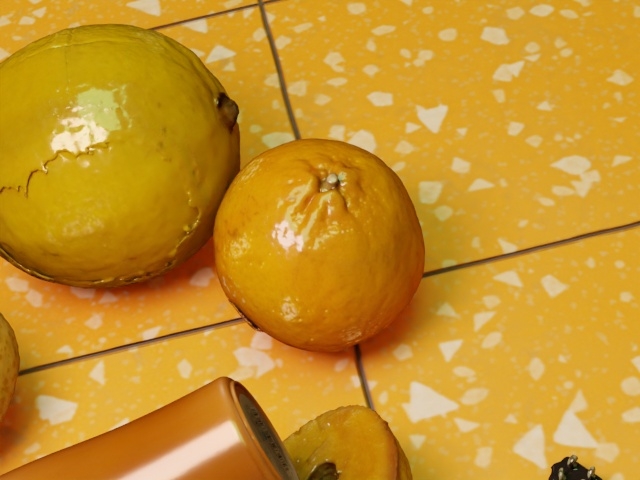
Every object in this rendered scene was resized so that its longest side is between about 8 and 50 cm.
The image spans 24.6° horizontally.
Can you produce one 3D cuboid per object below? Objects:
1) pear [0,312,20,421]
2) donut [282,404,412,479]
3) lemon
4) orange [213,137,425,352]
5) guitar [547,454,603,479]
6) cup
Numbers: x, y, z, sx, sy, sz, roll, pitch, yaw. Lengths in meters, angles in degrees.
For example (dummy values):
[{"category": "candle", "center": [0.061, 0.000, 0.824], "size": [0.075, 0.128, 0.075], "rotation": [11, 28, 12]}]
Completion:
[{"category": "pear", "center": [-0.430, 0.119, 1.426], "size": [0.271, 0.271, 0.271], "rotation": [-5, 49, 6]}, {"category": "donut", "center": [0.016, 0.239, 1.332], "size": [0.162, 0.065, 0.178], "rotation": [-12, 46, 37]}, {"category": "lemon", "center": [-0.231, -0.088, 1.544], "size": [0.297, 0.297, 0.297], "rotation": [-5, 49, 6]}, {"category": "orange", "center": [0.000, 0.002, 1.475], "size": [0.219, 0.193, 0.219], "rotation": [5, 75, -18]}, {"category": "guitar", "center": [0.316, 0.265, 1.306], "size": [0.271, 0.038, 0.084], "rotation": [32, 60, 31]}, {"category": "cup", "center": [-0.146, 0.248, 1.255], "size": [0.264, 0.226, 0.182], "rotation": [-31, 43, 4]}]
